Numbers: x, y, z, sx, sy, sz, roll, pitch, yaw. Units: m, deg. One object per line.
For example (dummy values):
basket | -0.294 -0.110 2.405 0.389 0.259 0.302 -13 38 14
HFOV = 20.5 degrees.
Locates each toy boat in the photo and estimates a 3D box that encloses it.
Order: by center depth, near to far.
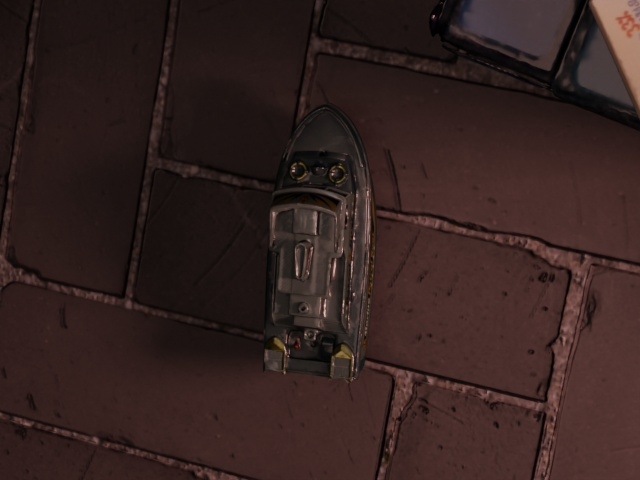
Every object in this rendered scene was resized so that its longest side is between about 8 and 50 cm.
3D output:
toy boat | -0.001 0.002 1.882 0.114 0.122 0.296 5 97 18

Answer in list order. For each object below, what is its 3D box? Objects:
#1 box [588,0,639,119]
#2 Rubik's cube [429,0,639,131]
box | 0.389 -0.126 1.421 0.265 0.048 0.273 -23 94 16
Rubik's cube | 0.349 -0.267 1.619 0.359 0.363 0.362 21 99 15
